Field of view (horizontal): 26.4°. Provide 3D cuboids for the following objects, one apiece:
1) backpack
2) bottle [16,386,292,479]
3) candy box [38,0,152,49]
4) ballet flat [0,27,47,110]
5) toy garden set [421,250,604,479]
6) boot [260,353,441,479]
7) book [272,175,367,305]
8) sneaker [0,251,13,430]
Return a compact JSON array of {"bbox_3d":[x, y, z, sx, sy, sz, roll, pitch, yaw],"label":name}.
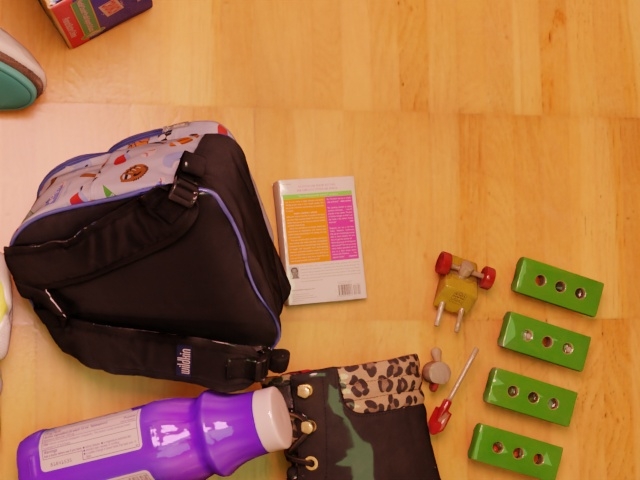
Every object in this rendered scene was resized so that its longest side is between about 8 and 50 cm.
[{"bbox_3d":[-0.181,0.008,1.423,0.263,0.213,0.277,-10,121,13],"label":"backpack"},{"bbox_3d":[-0.172,0.217,1.428,0.282,0.118,0.092,-16,70,13],"label":"bottle"},{"bbox_3d":[-0.301,-0.378,1.427,0.122,0.268,0.317,-31,92,-7],"label":"candy box"},{"bbox_3d":[-0.489,-0.237,1.451,0.400,0.139,0.139,7,83,-15],"label":"ballet flat"},{"bbox_3d":[0.207,0.139,1.607,0.203,0.049,0.244,18,82,-12],"label":"toy garden set"},{"bbox_3d":[-0.024,0.287,1.493,0.377,0.138,0.284,-9,86,-14],"label":"boot"},{"bbox_3d":[0.000,0.000,1.581,0.096,0.035,0.144,-4,86,-16],"label":"book"},{"bbox_3d":[-0.397,0.126,1.450,0.126,0.091,0.240,6,84,-11],"label":"sneaker"}]
